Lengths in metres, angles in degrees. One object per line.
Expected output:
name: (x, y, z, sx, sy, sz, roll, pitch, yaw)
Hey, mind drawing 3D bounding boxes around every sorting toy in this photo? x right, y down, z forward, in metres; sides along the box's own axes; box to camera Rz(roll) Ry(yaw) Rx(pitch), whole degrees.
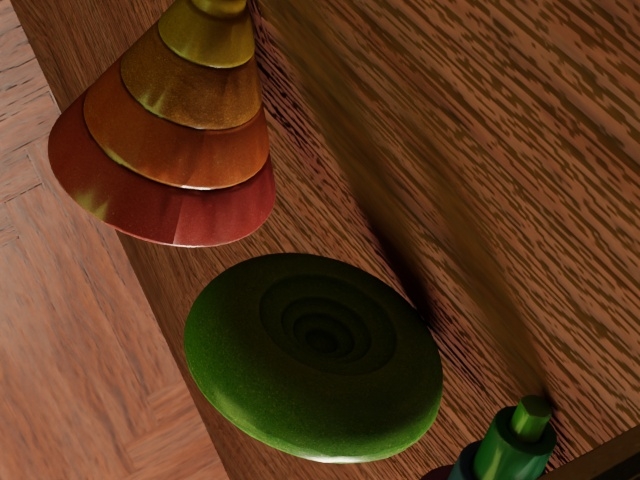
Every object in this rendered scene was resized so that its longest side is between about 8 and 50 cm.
sorting toy: (0.000, 0.000, 0.927, 0.365, 0.127, 0.126, 52, 137, 34)

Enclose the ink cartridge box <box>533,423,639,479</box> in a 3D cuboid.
ink cartridge box: (0.107, 0.139, 0.389, 0.088, 0.193, 0.235, 50, 164, 57)
